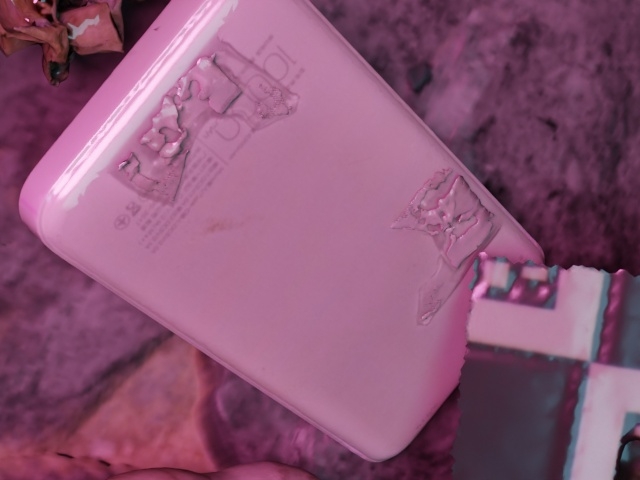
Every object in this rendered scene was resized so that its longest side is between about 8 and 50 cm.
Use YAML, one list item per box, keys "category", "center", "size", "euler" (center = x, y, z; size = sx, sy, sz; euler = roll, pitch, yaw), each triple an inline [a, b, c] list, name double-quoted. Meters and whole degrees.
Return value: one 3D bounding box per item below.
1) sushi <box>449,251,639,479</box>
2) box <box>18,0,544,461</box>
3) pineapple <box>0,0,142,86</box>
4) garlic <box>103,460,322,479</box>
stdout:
- category: "sushi"
  center: [0.244, 0.167, 0.758]
  size: [0.373, 0.100, 0.296]
  euler: [6, 96, 3]
- category: "box"
  center: [0.000, 0.000, 0.668]
  size: [0.142, 0.044, 0.285]
  euler: [-52, 138, -2]
- category: "pineapple"
  center: [-0.147, -0.150, 0.522]
  size: [0.271, 0.262, 0.262]
  euler: [12, 103, -50]
- category: "garlic"
  center: [-0.081, 0.246, 0.697]
  size: [0.245, 0.245, 0.253]
  euler: [19, 135, -28]
